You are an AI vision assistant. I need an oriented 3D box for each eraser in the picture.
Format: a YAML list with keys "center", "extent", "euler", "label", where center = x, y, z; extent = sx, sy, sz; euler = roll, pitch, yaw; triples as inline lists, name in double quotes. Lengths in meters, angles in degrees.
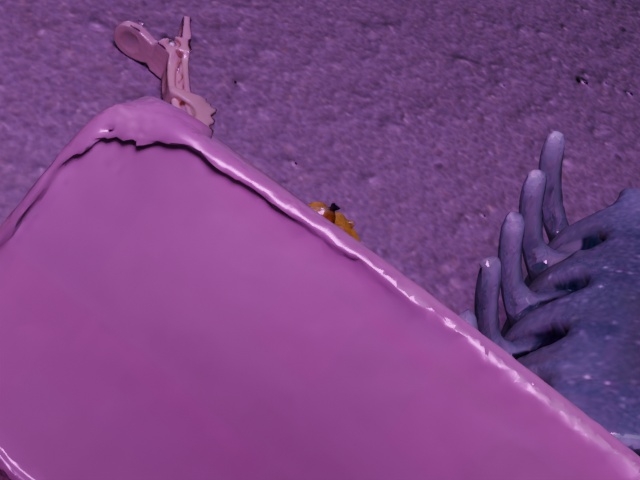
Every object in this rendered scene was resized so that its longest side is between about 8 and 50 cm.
- center: [-0.035, 0.123, 0.646]
  extent: [0.359, 0.272, 0.122]
  euler: [39, 3, 7]
  label: "eraser"

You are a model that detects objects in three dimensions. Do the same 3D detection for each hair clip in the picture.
- center: [-0.112, -0.101, 0.982]
  extent: [0.072, 0.034, 0.226]
  euler: [-2, 53, -27]
  label: "hair clip"
- center: [0.227, 0.085, 0.822]
  extent: [0.238, 0.392, 0.318]
  euler: [13, 38, 17]
  label: "hair clip"

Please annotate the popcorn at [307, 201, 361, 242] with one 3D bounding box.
- center: [0.000, 0.000, 0.915]
  extent: [0.084, 0.084, 0.084]
  euler: [16, 44, -16]
  label: "popcorn"
